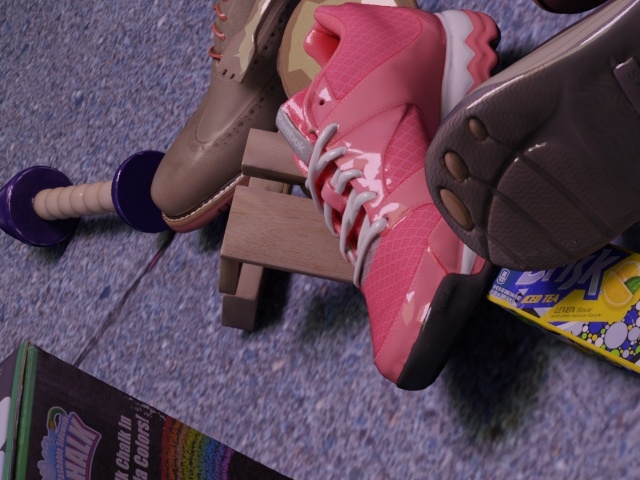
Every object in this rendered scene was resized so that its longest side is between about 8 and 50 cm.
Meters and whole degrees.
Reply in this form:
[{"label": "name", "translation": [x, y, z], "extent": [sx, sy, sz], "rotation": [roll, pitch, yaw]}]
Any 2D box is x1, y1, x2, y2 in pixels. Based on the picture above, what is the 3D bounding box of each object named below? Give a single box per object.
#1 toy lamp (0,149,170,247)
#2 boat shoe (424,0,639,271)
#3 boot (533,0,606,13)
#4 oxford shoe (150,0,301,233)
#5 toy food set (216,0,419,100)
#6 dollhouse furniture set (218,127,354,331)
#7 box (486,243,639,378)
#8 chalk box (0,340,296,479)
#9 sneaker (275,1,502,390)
[{"label": "toy lamp", "translation": [-0.215, -0.034, 1.654], "extent": [0.275, 0.080, 0.080], "rotation": [-1, 62, 56]}, {"label": "boat shoe", "translation": [0.215, -0.110, 0.957], "extent": [0.355, 0.132, 0.130], "rotation": [-24, 14, 24]}, {"label": "boot", "translation": [0.231, -0.201, 1.072], "extent": [0.248, 0.090, 0.207], "rotation": [-47, 28, 15]}, {"label": "oxford shoe", "translation": [-0.051, -0.172, 1.459], "extent": [0.348, 0.130, 0.123], "rotation": [-58, 28, 2]}, {"label": "toy food set", "translation": [0.023, -0.135, 1.354], "extent": [0.192, 0.038, 0.132], "rotation": [32, 98, 34]}, {"label": "dollhouse furniture set", "translation": [0.000, 0.000, 1.323], "extent": [0.151, 0.123, 0.144], "rotation": [99, -177, -58]}, {"label": "box", "translation": [0.161, 0.037, 0.996], "extent": [0.059, 0.054, 0.169], "rotation": [-61, 29, -1]}, {"label": "chalk box", "translation": [-0.171, 0.201, 1.127], "extent": [0.179, 0.289, 0.180], "rotation": [-41, 33, 31]}, {"label": "sneaker", "translation": [0.034, -0.035, 1.160], "extent": [0.314, 0.136, 0.116], "rotation": [-85, 13, -45]}]
